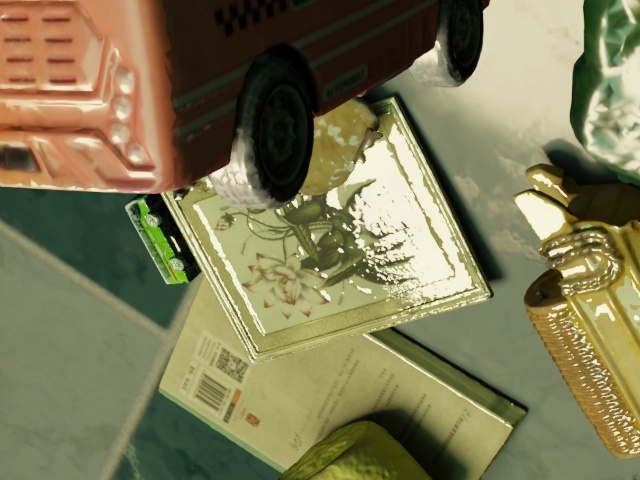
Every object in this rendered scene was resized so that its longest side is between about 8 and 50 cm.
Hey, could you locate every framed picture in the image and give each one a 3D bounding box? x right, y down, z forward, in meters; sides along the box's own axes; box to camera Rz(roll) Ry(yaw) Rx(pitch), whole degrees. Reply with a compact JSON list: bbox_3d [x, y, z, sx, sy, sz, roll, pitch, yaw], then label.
[{"bbox_3d":[0.000,0.000,1.158,0.231,0.010,0.173,-20,105,32],"label":"framed picture"}]

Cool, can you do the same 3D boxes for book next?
[{"bbox_3d":[0.006,0.137,1.261,0.282,0.025,0.215,33,132,6],"label":"book"}]

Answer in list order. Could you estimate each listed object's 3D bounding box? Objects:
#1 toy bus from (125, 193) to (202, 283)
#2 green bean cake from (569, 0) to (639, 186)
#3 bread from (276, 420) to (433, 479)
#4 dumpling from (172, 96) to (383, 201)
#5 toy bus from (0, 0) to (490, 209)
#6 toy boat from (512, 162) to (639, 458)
[{"bbox_3d":[-0.127,-0.005,1.232,0.037,0.031,0.083,-7,118,43],"label":"toy bus"},{"bbox_3d":[0.304,-0.165,0.793,0.300,0.169,0.308,14,127,18],"label":"green bean cake"},{"bbox_3d":[0.036,0.211,1.203,0.114,0.111,0.129,51,156,-5],"label":"bread"},{"bbox_3d":[-0.122,-0.127,1.106,0.332,0.086,0.166,39,106,2],"label":"dumpling"},{"bbox_3d":[-0.061,-0.169,0.828,0.203,0.427,0.233,5,112,26],"label":"toy bus"},{"bbox_3d":[0.224,0.082,1.056,0.115,0.089,0.310,-21,110,28],"label":"toy boat"}]
